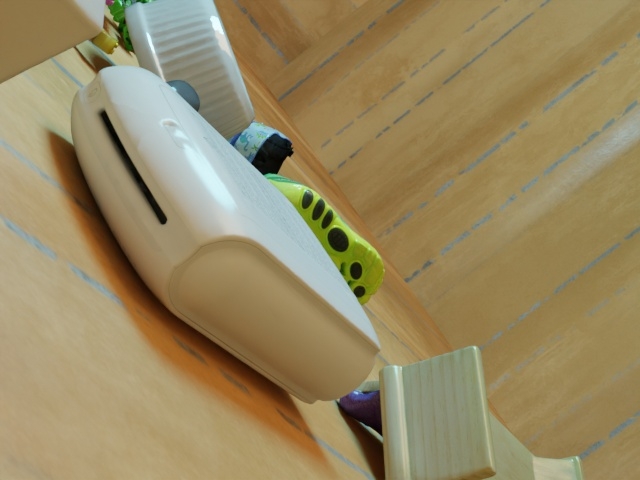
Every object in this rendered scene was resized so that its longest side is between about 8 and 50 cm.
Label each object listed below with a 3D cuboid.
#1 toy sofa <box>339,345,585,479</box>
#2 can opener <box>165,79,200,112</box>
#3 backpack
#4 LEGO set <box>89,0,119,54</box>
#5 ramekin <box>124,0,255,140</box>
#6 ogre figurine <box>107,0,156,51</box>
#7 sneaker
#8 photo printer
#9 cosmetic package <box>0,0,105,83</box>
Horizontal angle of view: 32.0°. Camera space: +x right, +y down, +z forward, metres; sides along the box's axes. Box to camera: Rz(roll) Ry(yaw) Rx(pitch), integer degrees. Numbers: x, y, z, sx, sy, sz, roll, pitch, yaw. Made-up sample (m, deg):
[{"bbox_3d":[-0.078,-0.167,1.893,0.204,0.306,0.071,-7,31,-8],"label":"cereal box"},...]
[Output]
[{"bbox_3d":[0.173,0.276,1.275,0.362,0.177,0.150,46,33,-46],"label":"toy sofa"},{"bbox_3d":[-0.142,-0.107,1.258,0.076,0.095,0.283,54,6,14],"label":"can opener"},{"bbox_3d":[-0.105,-0.127,1.652,0.084,0.105,0.114,30,1,15],"label":"backpack"},{"bbox_3d":[-0.266,-0.266,1.292,0.093,0.087,0.227,36,8,-10],"label":"LEGO set"},{"bbox_3d":[-0.160,-0.215,1.410,0.207,0.109,0.207,160,-90,-89],"label":"ramekin"},{"bbox_3d":[-0.265,-0.329,1.702,0.197,0.097,0.118,25,42,-43],"label":"ogre figurine"},{"bbox_3d":[0.000,0.000,1.618,0.123,0.109,0.295,47,-6,46],"label":"sneaker"},{"bbox_3d":[-0.090,-0.007,0.993,0.307,0.107,0.256,43,10,-52],"label":"photo printer"},{"bbox_3d":[-0.230,-0.191,0.620,0.184,0.151,0.151,47,30,-45],"label":"cosmetic package"}]
